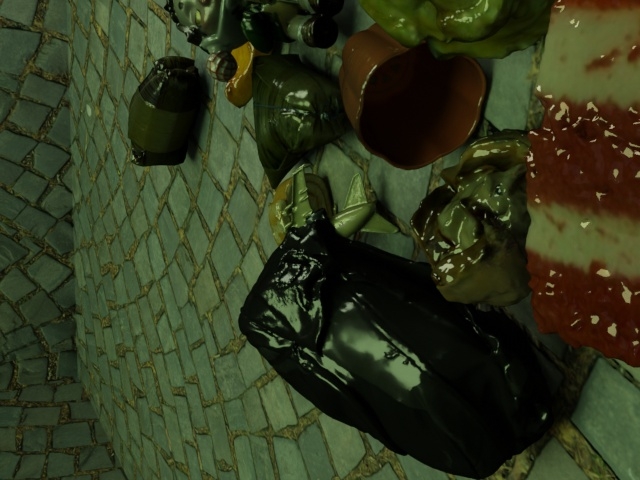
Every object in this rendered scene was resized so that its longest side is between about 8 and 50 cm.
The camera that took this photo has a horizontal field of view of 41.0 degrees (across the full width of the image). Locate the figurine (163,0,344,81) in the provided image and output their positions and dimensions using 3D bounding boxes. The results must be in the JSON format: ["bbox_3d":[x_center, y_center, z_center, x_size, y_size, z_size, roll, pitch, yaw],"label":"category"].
[{"bbox_3d":[-0.125,-0.412,1.487,0.370,0.167,0.281,19,107,35],"label":"figurine"}]

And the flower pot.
[{"bbox_3d":[0.113,-0.218,1.203,0.173,0.191,0.190,-119,31,-55],"label":"flower pot"}]

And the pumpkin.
[{"bbox_3d":[-0.156,-0.450,1.678,0.258,0.095,0.290,54,136,35],"label":"pumpkin"}]

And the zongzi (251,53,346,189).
[{"bbox_3d":[-0.040,-0.173,1.525,0.251,0.125,0.274,-133,41,-54],"label":"zongzi"}]

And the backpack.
[{"bbox_3d":[0.112,0.157,1.195,0.446,0.254,0.363,28,165,42],"label":"backpack"}]

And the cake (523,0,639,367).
[{"bbox_3d":[0.349,-0.061,0.707,0.270,0.270,0.319,21,118,58],"label":"cake"}]

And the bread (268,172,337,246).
[{"bbox_3d":[-0.034,-0.046,1.557,0.073,0.122,0.149,-16,86,58],"label":"bread"}]

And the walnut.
[{"bbox_3d":[0.217,-0.014,1.083,0.204,0.141,0.238,-14,45,55],"label":"walnut"}]

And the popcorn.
[{"bbox_3d":[0.156,-0.326,0.965,0.276,0.277,0.225,7,97,60],"label":"popcorn"}]

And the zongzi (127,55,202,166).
[{"bbox_3d":[-0.397,-0.375,2.094,0.289,0.154,0.317,-62,40,37],"label":"zongzi"}]

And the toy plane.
[{"bbox_3d":[0.000,0.000,1.448,0.256,0.104,0.242,-35,95,19],"label":"toy plane"}]
